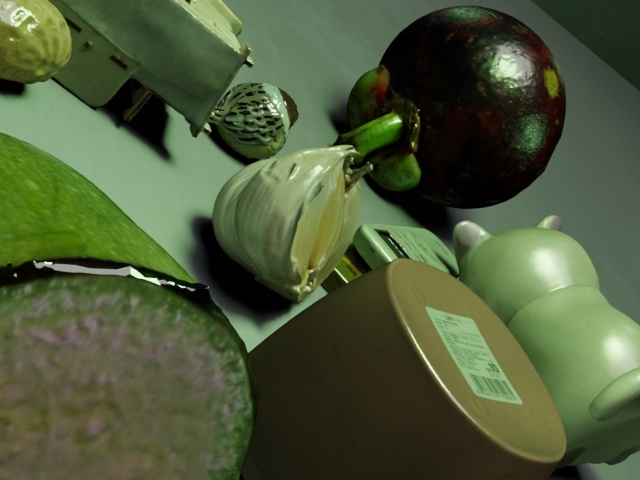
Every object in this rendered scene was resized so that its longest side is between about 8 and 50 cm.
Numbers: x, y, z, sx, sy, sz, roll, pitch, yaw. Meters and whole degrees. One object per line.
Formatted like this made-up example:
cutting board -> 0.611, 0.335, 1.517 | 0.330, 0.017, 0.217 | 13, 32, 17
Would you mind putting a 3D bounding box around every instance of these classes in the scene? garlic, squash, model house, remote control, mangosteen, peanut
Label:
garlic -> -0.039, -0.032, 1.555 | 0.143, 0.178, 0.229 | 21, -7, 20
squash -> -0.244, 0.069, 0.929 | 0.310, 0.310, 0.309 | 26, 13, -41
model house -> -0.242, -0.282, 1.622 | 0.326, 0.169, 0.244 | 38, 17, -24
remote control -> 0.117, 0.020, 1.844 | 0.090, 0.038, 0.309 | 52, 15, 15
mangosteen -> 0.190, -0.198, 2.071 | 0.359, 0.306, 0.306 | 1, 46, -33
peanut -> -0.346, -0.226, 1.402 | 0.226, 0.095, 0.108 | 27, 26, -38

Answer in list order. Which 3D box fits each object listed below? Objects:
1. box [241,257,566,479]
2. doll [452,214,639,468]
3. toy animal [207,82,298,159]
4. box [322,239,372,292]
box -> 0.078, 0.175, 1.338 | 0.301, 0.216, 0.301 | 38, 26, -22
doll -> 0.312, 0.141, 1.828 | 0.215, 0.226, 0.370 | -7, 39, -26
toy animal -> -0.089, -0.159, 1.751 | 0.137, 0.098, 0.098 | 24, 31, -43
box -> 0.000, 0.000, 1.729 | 0.193, 0.030, 0.121 | 47, 23, 2
